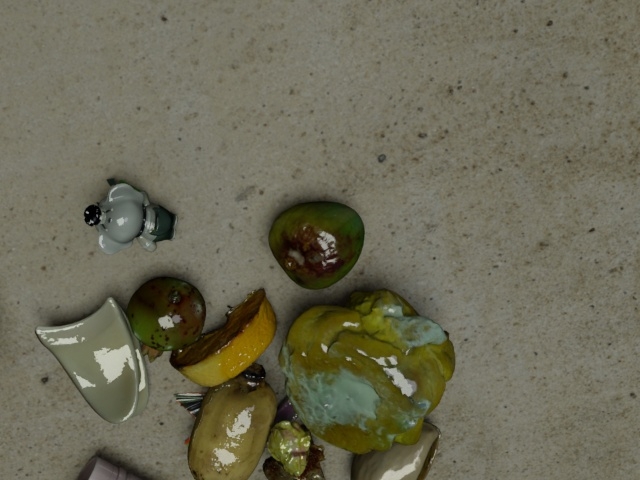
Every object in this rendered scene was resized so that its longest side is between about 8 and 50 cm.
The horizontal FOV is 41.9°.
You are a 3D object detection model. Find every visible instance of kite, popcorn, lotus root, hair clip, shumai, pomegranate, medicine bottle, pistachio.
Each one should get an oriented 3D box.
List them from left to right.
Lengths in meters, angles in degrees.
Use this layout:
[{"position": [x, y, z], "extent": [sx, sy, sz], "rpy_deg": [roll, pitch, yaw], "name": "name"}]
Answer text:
[{"position": [-0.447, 0.261, 1.740], "extent": [0.172, 0.113, 0.282], "rpy_deg": [-23, 102, -3], "name": "hair clip"}, {"position": [-0.411, 0.580, 1.809], "extent": [0.249, 0.133, 0.133], "rpy_deg": [36, 97, -17], "name": "medicine bottle"}, {"position": [-0.319, 0.166, 1.717], "extent": [0.159, 0.159, 0.205], "rpy_deg": [19, 127, -13], "name": "pomegranate"}, {"position": [-0.221, 0.408, 1.856], "extent": [0.183, 0.014, 0.241], "rpy_deg": [-35, 108, 2], "name": "kite"}, {"position": [-0.185, 0.391, 1.776], "extent": [0.160, 0.146, 0.284], "rpy_deg": [17, 99, -21], "name": "lotus root"}, {"position": [-0.066, 0.429, 1.745], "extent": [0.089, 0.097, 0.109], "rpy_deg": [-43, 106, -26], "name": "popcorn"}, {"position": [-0.056, 0.494, 1.802], "extent": [0.139, 0.123, 0.105], "rpy_deg": [2, 96, 12], "name": "shumai"}, {"position": [0.172, 0.496, 1.878], "extent": [0.237, 0.138, 0.153], "rpy_deg": [-34, 73, 0], "name": "pistachio"}]

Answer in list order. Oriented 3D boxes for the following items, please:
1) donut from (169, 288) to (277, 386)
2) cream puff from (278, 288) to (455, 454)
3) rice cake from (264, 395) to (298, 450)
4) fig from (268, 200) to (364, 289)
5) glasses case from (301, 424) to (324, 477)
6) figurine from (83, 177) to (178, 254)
[{"position": [-0.196, 0.222, 1.738], "extent": [0.259, 0.152, 0.101], "rpy_deg": [-34, 108, 1], "name": "donut"}, {"position": [0.114, 0.259, 1.755], "extent": [0.378, 0.275, 0.378], "rpy_deg": [11, 122, 18], "name": "cream puff"}, {"position": [-0.102, 0.406, 1.860], "extent": [0.207, 0.036, 0.047], "rpy_deg": [-47, 120, 3], "name": "rice cake"}, {"position": [0.000, 0.000, 1.707], "extent": [0.191, 0.181, 0.181], "rpy_deg": [-27, 108, -24], "name": "fig"}, {"position": [-0.032, 0.528, 1.897], "extent": [0.075, 0.049, 0.218], "rpy_deg": [-17, 106, -4], "name": "glasses case"}, {"position": [-0.377, -0.041, 1.651], "extent": [0.192, 0.126, 0.147], "rpy_deg": [10, 92, -44], "name": "figurine"}]
